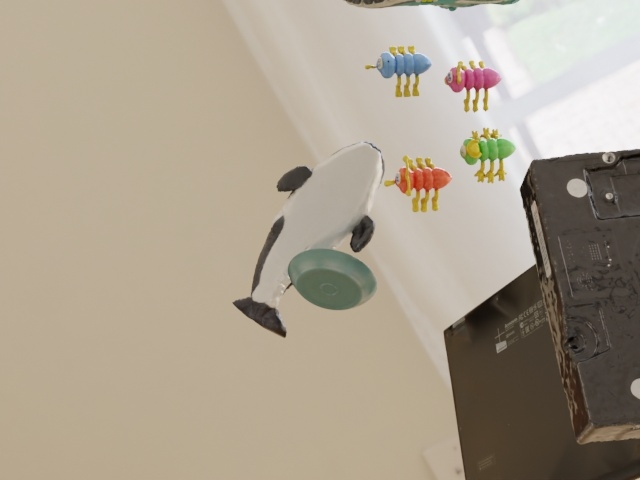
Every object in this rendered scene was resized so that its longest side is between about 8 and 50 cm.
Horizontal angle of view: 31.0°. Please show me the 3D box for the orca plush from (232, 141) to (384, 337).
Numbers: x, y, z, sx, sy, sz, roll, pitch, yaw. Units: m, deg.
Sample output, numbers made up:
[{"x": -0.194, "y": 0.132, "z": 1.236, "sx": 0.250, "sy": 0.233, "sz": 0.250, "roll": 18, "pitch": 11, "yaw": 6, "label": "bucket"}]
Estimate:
[{"x": 0.000, "y": 0.000, "z": 1.591, "sx": 0.102, "sy": 0.151, "sz": 0.287, "roll": 50, "pitch": -120, "yaw": -73, "label": "orca plush"}]

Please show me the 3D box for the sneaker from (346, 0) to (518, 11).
[{"x": 0.142, "y": -0.337, "z": 1.520, "sx": 0.275, "sy": 0.110, "sz": 0.107, "roll": 9, "pitch": 78, "yaw": 36, "label": "sneaker"}]

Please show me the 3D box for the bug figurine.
[{"x": 0.192, "y": -0.192, "z": 1.816, "sx": 0.216, "sy": 0.279, "sz": 0.072, "roll": -7, "pitch": -11, "yaw": -8, "label": "bug figurine"}]

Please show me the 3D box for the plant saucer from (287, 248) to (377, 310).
[{"x": 0.013, "y": 0.057, "z": 1.500, "sx": 0.119, "sy": 0.119, "sz": 0.021, "roll": -19, "pitch": 39, "yaw": 36, "label": "plant saucer"}]

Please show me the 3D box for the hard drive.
[{"x": 0.353, "y": 0.031, "z": 0.951, "sx": 0.339, "sy": 0.237, "sz": 0.064, "roll": -7, "pitch": -24, "yaw": -5, "label": "hard drive"}]

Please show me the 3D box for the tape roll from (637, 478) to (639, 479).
[{"x": 0.359, "y": 0.378, "z": 1.673, "sx": 0.246, "sy": 0.169, "sz": 0.246, "roll": -8, "pitch": 11, "yaw": 2, "label": "tape roll"}]

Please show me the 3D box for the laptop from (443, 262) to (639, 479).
[{"x": 0.334, "y": 0.095, "z": 1.297, "sx": 0.236, "sy": 0.408, "sz": 0.382, "roll": 6, "pitch": -27, "yaw": -23, "label": "laptop"}]
